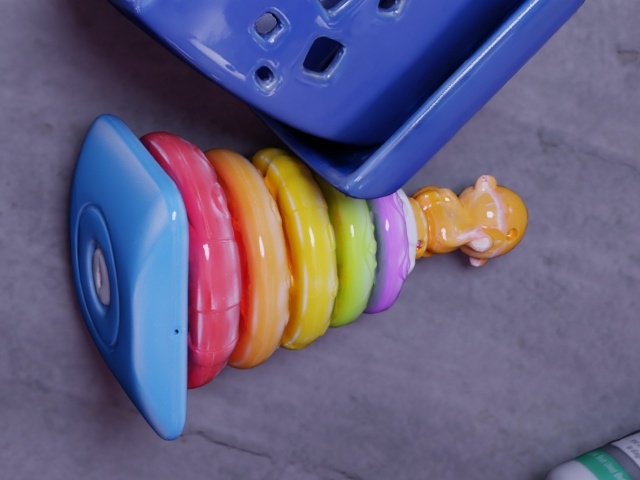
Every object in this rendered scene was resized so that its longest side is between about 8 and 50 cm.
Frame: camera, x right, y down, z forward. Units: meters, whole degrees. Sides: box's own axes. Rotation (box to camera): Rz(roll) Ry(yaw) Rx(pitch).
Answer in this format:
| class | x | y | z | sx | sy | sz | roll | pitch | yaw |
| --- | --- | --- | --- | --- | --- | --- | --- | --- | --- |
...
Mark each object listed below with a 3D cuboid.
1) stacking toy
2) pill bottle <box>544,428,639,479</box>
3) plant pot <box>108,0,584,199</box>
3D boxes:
| class | x | y | z | sx | sy | sz | roll | pitch | yaw |
| --- | --- | --- | --- | --- | --- | --- | --- | --- | --- |
| stacking toy | 0.000 | 0.000 | 1.063 | 0.301 | 0.166 | 0.175 | -9 | 118 | -22 |
| pill bottle | 0.354 | 0.186 | 1.137 | 0.361 | 0.204 | 0.204 | -22 | 105 | -7 |
| plant pot | 0.009 | -0.174 | 0.977 | 0.236 | 0.236 | 0.212 | -46 | 117 | 0 |
